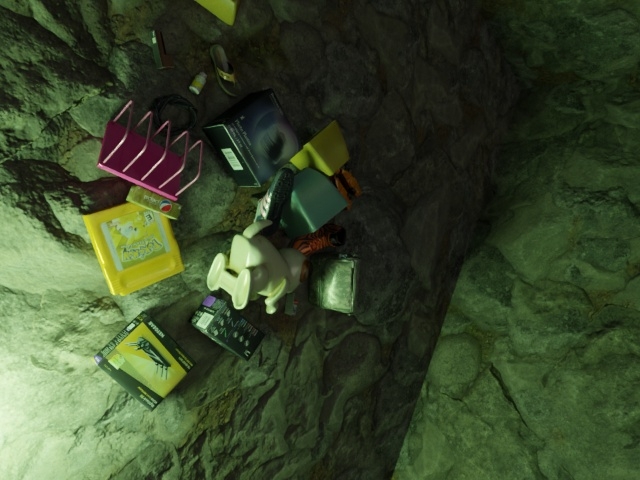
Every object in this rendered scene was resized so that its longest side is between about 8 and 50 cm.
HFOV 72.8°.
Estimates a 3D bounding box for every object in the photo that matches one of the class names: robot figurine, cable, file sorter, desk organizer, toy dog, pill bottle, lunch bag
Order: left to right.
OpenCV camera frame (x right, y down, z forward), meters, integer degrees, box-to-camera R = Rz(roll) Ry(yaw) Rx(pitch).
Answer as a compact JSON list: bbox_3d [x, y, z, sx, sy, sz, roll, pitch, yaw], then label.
[{"bbox_3d":[-0.579,-0.316,1.520,0.290,0.182,0.202,26,47,-41],"label":"file sorter"},{"bbox_3d":[-0.585,-0.702,1.600,0.050,0.047,0.130,-22,110,-41],"label":"desk organizer"},{"bbox_3d":[-0.558,-0.483,1.665,0.184,0.047,0.151,-30,110,-33],"label":"cable"},{"bbox_3d":[-0.480,-0.621,1.709,0.043,0.043,0.083,37,71,-39],"label":"pill bottle"},{"bbox_3d":[-0.233,0.114,1.904,0.407,0.284,0.396,13,89,-49],"label":"toy dog"},{"bbox_3d":[0.091,0.205,2.207,0.212,0.256,0.305,-2,97,-42],"label":"lunch bag"},{"bbox_3d":[0.099,-0.304,2.257,0.211,0.085,0.291,-53,128,-24],"label":"robot figurine"}]

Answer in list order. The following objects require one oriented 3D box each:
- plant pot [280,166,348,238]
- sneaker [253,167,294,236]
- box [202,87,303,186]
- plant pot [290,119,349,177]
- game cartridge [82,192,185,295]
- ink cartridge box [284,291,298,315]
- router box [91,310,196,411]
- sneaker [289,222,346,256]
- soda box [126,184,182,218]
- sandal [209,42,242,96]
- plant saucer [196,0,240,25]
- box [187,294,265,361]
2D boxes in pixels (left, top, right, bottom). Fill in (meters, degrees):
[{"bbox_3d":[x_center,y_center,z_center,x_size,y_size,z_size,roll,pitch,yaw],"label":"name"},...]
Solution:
[{"bbox_3d":[-0.074,-0.189,2.018,0.248,0.247,0.252,-40,104,-31],"label":"plant pot"},{"bbox_3d":[-0.219,-0.184,1.897,0.112,0.131,0.319,5,114,-47],"label":"sneaker"},{"bbox_3d":[-0.276,-0.431,1.832,0.294,0.182,0.296,-48,125,-28],"label":"box"},{"bbox_3d":[0.009,-0.403,2.040,0.212,0.212,0.187,-46,105,-28],"label":"plant pot"},{"bbox_3d":[-0.680,0.014,1.615,0.285,0.052,0.324,-26,111,-37],"label":"game cartridge"},{"bbox_3d":[-0.142,0.310,2.141,0.029,0.062,0.115,10,90,-42],"label":"ink cartridge box"},{"bbox_3d":[-0.668,0.465,1.672,0.243,0.081,0.309,-48,125,-26],"label":"router box"},{"bbox_3d":[0.000,0.000,2.145,0.321,0.180,0.125,-37,119,-33],"label":"sneaker"},{"bbox_3d":[-0.607,-0.139,1.589,0.181,0.058,0.061,26,79,-41],"label":"soda box"},{"bbox_3d":[-0.382,-0.696,1.776,0.090,0.060,0.219,-33,117,-34],"label":"sandal"},{"bbox_3d":[-0.410,-1.083,1.682,0.332,0.081,0.333,21,81,-42],"label":"plant saucer"},{"bbox_3d":[-0.396,0.375,1.849,0.270,0.165,0.143,49,64,-35],"label":"box"}]
